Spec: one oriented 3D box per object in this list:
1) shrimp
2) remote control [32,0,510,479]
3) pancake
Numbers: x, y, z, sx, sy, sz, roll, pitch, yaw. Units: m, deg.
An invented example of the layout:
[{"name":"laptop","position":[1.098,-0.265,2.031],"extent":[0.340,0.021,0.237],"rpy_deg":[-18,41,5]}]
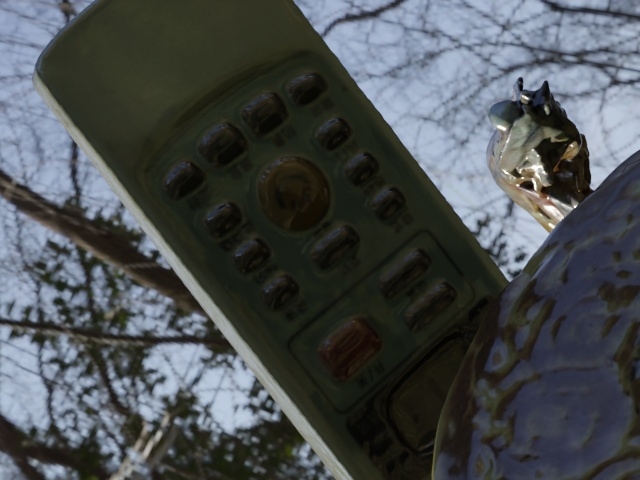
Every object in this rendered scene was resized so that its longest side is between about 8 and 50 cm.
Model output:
[{"name":"shrimp","position":[0.173,-0.026,0.767],"extent":[0.062,0.164,0.317],"rpy_deg":[-43,-19,5]},{"name":"remote control","position":[0.000,0.000,0.506],"extent":[0.123,0.038,0.285],"rpy_deg":[-37,-85,-22]},{"name":"pancake","position":[0.131,0.033,0.363],"extent":[0.031,0.250,0.250],"rpy_deg":[39,-111,-26]}]
